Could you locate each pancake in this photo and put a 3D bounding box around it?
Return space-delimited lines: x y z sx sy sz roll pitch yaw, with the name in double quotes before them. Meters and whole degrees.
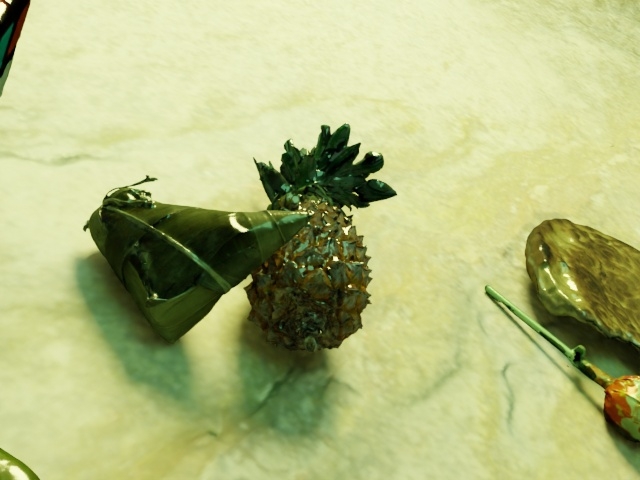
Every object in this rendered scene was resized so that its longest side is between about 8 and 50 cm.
"pancake" 0.303 0.084 0.883 0.288 0.033 0.286 23 30 -16

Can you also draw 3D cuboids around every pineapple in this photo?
"pineapple" 0.000 -0.001 0.706 0.103 0.083 0.221 -13 33 10

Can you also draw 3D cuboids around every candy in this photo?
"candy" 0.199 0.090 0.802 0.184 0.049 0.055 41 2 30

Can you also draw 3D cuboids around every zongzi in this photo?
"zongzi" -0.079 -0.012 0.641 0.109 0.119 0.055 48 -6 30

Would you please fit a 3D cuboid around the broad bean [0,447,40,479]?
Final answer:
"broad bean" -0.085 0.170 0.432 0.256 0.052 0.053 39 -10 20

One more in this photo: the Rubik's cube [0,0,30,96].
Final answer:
"Rubik's cube" -0.262 -0.052 0.473 0.184 0.182 0.187 21 31 -13
